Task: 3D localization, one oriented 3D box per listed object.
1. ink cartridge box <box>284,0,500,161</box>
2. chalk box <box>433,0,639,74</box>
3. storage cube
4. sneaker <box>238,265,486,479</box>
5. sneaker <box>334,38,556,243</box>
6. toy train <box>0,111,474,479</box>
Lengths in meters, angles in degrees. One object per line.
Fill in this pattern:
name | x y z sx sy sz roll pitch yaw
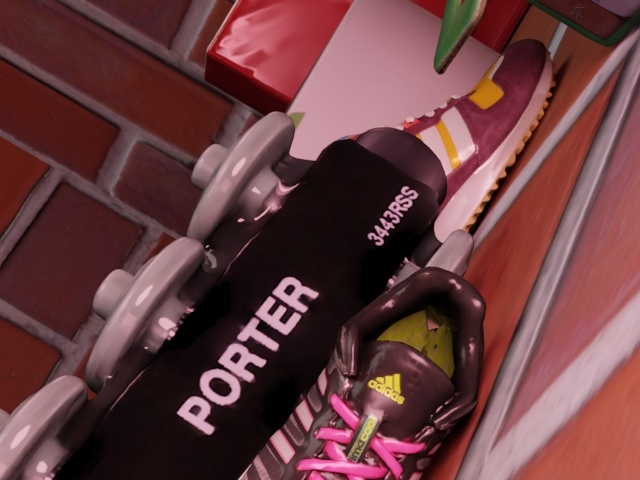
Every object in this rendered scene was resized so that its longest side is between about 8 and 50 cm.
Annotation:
ink cartridge box | 0.000 0.000 1.153 0.201 0.117 0.278 -61 2 -20
chalk box | 0.107 -0.211 0.814 0.289 0.179 0.180 -60 2 -13
storage cube | 0.034 -0.163 1.500 0.184 0.193 0.215 -60 4 -3
sneaker | 0.015 0.071 0.690 0.170 0.063 0.075 -56 -6 -39
sneaker | 0.053 -0.046 0.993 0.185 0.084 0.069 -57 1 -22
toy train | -0.049 0.089 0.829 0.334 0.142 0.190 -53 -8 -39
